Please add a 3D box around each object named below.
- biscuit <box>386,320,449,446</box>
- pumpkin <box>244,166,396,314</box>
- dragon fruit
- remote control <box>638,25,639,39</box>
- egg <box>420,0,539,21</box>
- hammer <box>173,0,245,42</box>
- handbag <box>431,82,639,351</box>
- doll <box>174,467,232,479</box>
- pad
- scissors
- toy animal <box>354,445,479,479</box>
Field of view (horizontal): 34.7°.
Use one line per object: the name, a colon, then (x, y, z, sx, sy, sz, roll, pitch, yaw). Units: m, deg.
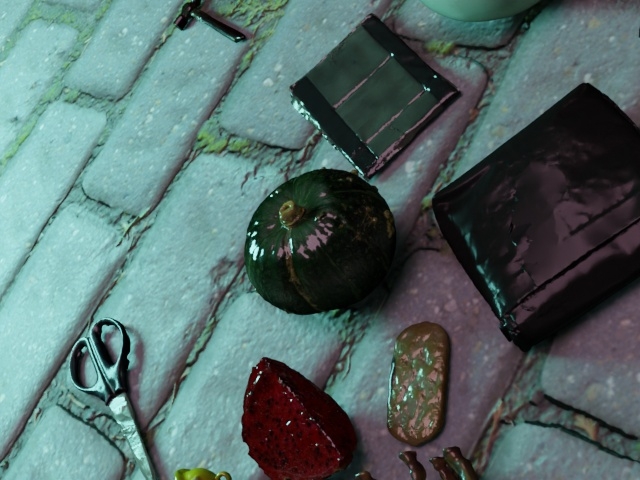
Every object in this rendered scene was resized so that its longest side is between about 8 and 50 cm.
biscuit: (0.109, 0.158, 1.141, 0.071, 0.018, 0.147, -9, 57, 29)
pumpkin: (-0.001, 0.001, 1.229, 0.190, 0.146, 0.190, -7, 48, 8)
dragon fruit: (-0.026, 0.219, 1.165, 0.162, 0.083, 0.106, 44, 112, 26)
remote control: (0.477, -0.257, 1.127, 0.245, 0.025, 0.063, -8, 55, 32)
egg: (0.207, -0.353, 1.294, 0.209, 0.151, 0.151, -5, 60, 34)
hammer: (-0.175, -0.347, 1.660, 0.178, 0.021, 0.065, 36, 87, 41)
handbag: (0.256, -0.031, 1.108, 0.247, 0.080, 0.223, -37, 48, 12)
doll: (-0.187, 0.334, 1.205, 0.207, 0.081, 0.129, -37, 78, 8)
pad: (0.067, -0.199, 1.392, 0.174, 0.022, 0.233, -44, 48, 4)
scissors: (-0.267, 0.221, 1.373, 0.109, 0.022, 0.300, -45, 47, 9)
toy animal: (0.085, 0.321, 0.989, 0.149, 0.054, 0.275, 13, 58, 8)
